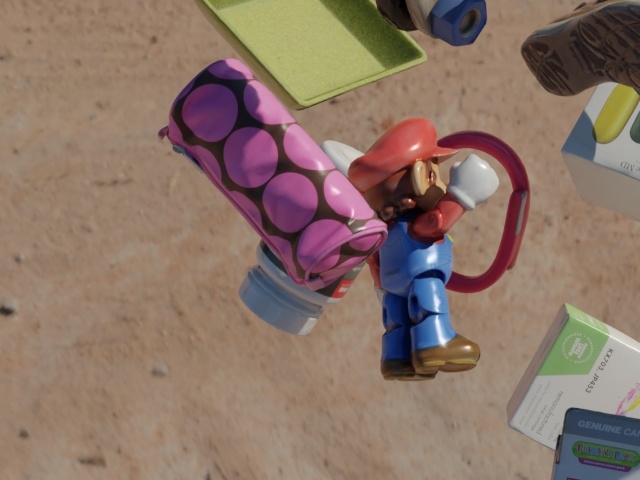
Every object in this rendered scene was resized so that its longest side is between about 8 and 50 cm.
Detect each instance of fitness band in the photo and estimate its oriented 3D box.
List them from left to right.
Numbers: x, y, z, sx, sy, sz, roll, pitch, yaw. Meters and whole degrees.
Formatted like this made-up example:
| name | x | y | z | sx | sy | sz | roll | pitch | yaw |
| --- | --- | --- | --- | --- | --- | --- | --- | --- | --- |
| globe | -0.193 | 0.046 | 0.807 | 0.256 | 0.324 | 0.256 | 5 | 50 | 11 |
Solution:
| name | x | y | z | sx | sy | sz | roll | pitch | yaw |
| --- | --- | --- | --- | --- | --- | --- | --- | --- | --- |
| fitness band | 0.253 | -0.049 | 2.095 | 0.209 | 0.291 | 0.054 | 22 | 28 | 24 |

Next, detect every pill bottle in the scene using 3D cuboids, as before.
| name | x | y | z | sx | sy | sz | roll | pitch | yaw |
| --- | --- | --- | --- | --- | --- | --- | --- | --- | --- |
| pill bottle | 0.000 | 0.000 | 1.896 | 0.161 | 0.161 | 0.283 | 42 | 108 | 31 |

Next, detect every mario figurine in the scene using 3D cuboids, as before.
| name | x | y | z | sx | sy | sz | roll | pitch | yaw |
| --- | --- | --- | --- | --- | --- | --- | --- | --- | --- |
| mario figurine | 0.140 | 0.005 | 1.474 | 0.198 | 0.170 | 0.321 | -9 | 77 | 21 |

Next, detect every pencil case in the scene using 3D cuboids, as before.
| name | x | y | z | sx | sy | sz | roll | pitch | yaw |
| --- | --- | --- | --- | --- | --- | --- | --- | --- | --- |
| pencil case | -0.042 | -0.052 | 1.033 | 0.098 | 0.095 | 0.209 | -39 | 75 | -12 |

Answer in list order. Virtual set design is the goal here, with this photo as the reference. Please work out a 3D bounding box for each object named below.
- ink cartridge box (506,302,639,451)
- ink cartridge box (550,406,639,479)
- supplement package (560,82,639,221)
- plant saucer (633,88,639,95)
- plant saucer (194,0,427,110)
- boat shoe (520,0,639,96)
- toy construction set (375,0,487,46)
| name | x | y | z | sx | sy | sz | roll | pitch | yaw |
| --- | --- | --- | --- | --- | --- | --- | --- | --- | --- |
| ink cartridge box | 0.492 | 0.274 | 1.881 | 0.353 | 0.119 | 0.207 | 27 | 98 | 2 |
| ink cartridge box | 0.427 | 0.338 | 1.444 | 0.309 | 0.130 | 0.272 | 9 | 99 | 12 |
| supplement package | 0.563 | -0.183 | 2.012 | 0.199 | 0.198 | 0.263 | 26 | 79 | 29 |
| plant saucer | 0.483 | -0.356 | 1.730 | 0.100 | 0.400 | 0.401 | -7 | 53 | -11 |
| plant saucer | -0.017 | -0.207 | 1.215 | 0.188 | 0.045 | 0.188 | -26 | 66 | -39 |
| boat shoe | 0.380 | -0.259 | 1.485 | 0.116 | 0.123 | 0.324 | -40 | 22 | -20 |
| toy construction set | 0.050 | -0.308 | 0.798 | 0.257 | 0.237 | 0.309 | -40 | 58 | 25 |
